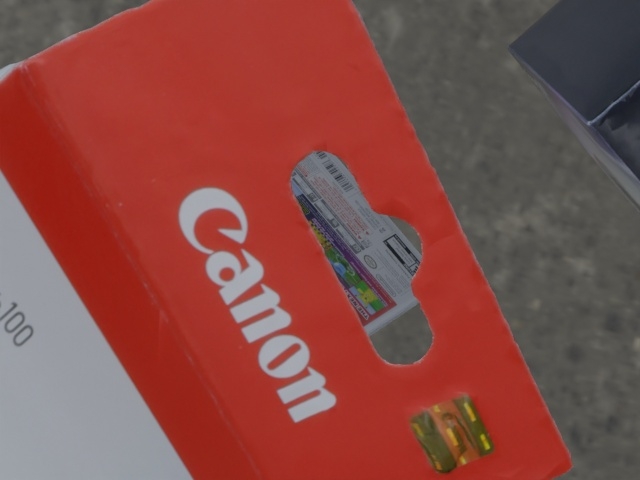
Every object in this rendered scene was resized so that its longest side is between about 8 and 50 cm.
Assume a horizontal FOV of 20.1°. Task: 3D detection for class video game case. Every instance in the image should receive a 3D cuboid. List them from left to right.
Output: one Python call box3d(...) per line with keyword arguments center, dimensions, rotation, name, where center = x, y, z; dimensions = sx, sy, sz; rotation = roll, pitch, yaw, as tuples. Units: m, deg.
box3d(center=(0.000, 0.000, 1.684), dimensions=(0.201, 0.183, 0.023), rotation=(50, 129, 9), name="video game case")

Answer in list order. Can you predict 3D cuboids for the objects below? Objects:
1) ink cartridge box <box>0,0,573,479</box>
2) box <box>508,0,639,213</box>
box3d(center=(-0.109, 0.090, 0.769), dimensions=(0.385, 0.308, 0.091), rotation=(-24, 29, 6), name="ink cartridge box")
box3d(center=(0.328, -0.080, 1.453), dimensions=(0.183, 0.294, 0.296), rotation=(-40, 16, 7), name="box")
